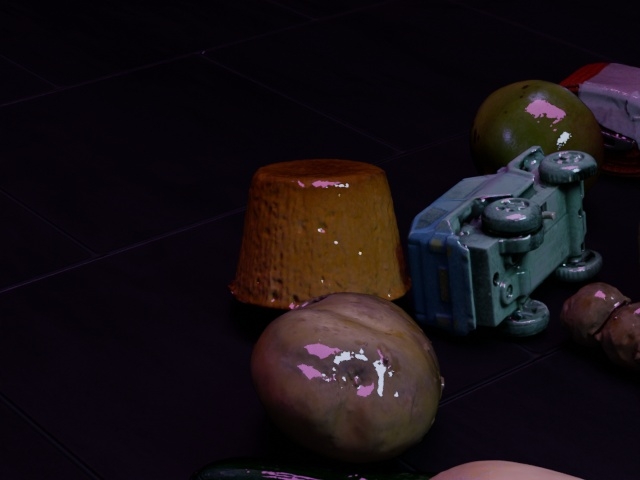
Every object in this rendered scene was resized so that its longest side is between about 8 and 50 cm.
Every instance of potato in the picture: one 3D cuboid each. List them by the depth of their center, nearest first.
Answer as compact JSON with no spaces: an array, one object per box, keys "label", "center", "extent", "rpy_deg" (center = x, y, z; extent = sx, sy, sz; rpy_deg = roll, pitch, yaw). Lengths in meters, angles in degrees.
[{"label":"potato","center":[0.028,0.130,1.639],"extent":[0.192,0.141,0.296],"rpy_deg":[18,18,4]}]

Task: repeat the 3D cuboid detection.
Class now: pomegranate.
[{"label":"pomegranate","center":[0.258,-0.103,2.096],"extent":[0.210,0.180,0.180],"rpy_deg":[-43,42,-13]}]

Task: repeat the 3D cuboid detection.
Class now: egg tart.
[{"label":"egg tart","center":[0.000,0.000,1.869],"extent":[0.215,0.170,0.215],"rpy_deg":[-1,11,0]}]

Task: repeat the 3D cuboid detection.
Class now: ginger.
[{"label":"ginger","center":[0.346,0.105,1.765],"extent":[0.104,0.080,0.204],"rpy_deg":[-25,38,-30]}]

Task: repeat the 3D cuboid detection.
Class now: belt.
[{"label":"belt","center":[0.398,-0.160,2.230],"extent":[0.201,0.128,0.124],"rpy_deg":[18,33,28]}]

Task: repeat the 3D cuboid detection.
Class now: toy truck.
[{"label":"toy truck","center":[0.216,-0.002,1.896],"extent":[0.156,0.155,0.279],"rpy_deg":[8,27,31]}]

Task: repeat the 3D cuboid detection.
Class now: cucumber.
[{"label":"cucumber","center":[0.009,0.234,1.536],"extent":[0.284,0.056,0.056],"rpy_deg":[2,27,10]}]

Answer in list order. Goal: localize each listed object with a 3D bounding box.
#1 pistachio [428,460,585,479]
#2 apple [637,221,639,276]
[{"label":"pistachio","center":[0.192,0.286,1.319],"extent":[0.299,0.187,0.187],"rpy_deg":[18,31,18]},{"label":"apple","center":[0.490,-0.004,1.811],"extent":[0.279,0.279,0.279],"rpy_deg":[0,27,0]}]
